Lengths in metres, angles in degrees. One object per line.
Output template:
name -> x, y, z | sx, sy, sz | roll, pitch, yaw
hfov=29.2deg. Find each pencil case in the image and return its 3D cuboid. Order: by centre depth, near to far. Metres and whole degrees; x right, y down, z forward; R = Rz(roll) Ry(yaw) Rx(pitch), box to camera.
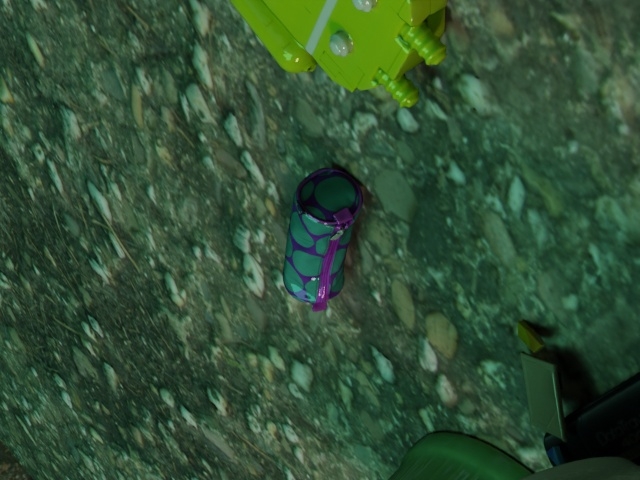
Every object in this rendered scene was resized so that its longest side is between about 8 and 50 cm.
pencil case -> 0.000, 0.000, 1.196 | 0.151, 0.064, 0.070 | 100, 153, -54

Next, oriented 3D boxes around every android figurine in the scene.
android figurine -> 0.000, -0.224, 0.962 | 0.273, 0.056, 0.248 | 52, 152, 9

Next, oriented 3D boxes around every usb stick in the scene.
usb stick -> 0.260, 0.145, 0.977 | 0.077, 0.045, 0.278 | 56, 153, 12

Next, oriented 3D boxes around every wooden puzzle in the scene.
wooden puzzle -> 0.193, 0.131, 1.055 | 0.078, 0.014, 0.116 | -139, 39, -70

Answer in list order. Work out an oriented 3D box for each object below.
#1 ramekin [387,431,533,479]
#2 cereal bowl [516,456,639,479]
ramekin -> 0.154, 0.364, 1.271 | 0.303, 0.148, 0.303 | 38, 148, 29
cereal bowl -> 0.196, 0.265, 0.945 | 0.339, 0.339, 0.141 | 103, 153, -55
